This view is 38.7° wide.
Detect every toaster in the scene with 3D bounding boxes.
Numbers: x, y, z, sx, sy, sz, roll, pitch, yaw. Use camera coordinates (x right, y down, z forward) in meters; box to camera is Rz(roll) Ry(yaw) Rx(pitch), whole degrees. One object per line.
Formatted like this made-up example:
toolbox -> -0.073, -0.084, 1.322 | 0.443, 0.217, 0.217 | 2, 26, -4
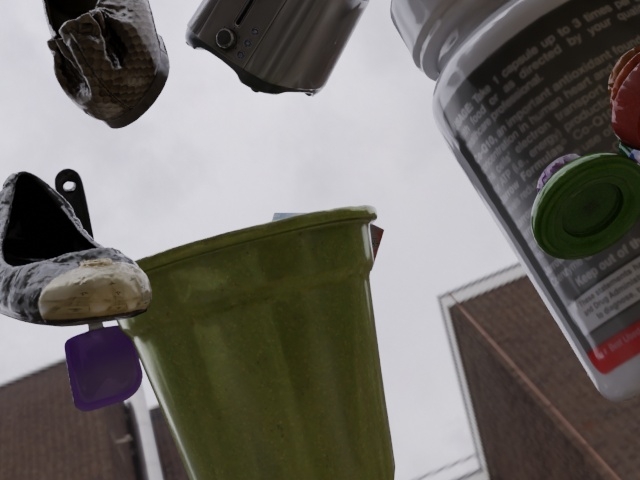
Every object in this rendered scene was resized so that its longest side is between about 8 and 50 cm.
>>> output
toaster -> -0.033, -0.244, 0.983 | 0.129, 0.227, 0.146 | 38, -71, 14

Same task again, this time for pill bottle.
pill bottle -> 0.169, -0.062, 0.548 | 0.161, 0.283, 0.161 | -26, -17, -9

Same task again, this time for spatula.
spatula -> -0.256, 0.058, 1.015 | 0.084, 0.030, 0.296 | -13, -60, -19

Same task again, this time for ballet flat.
ballet flat -> -0.149, -0.160, 0.575 | 0.084, 0.249, 0.058 | -38, -47, 16
ballet flat -> -0.120, 0.003, 0.399 | 0.058, 0.173, 0.049 | -1, -79, -32

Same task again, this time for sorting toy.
sorting toy -> 0.123, -0.040, 0.377 | 0.061, 0.042, 0.102 | 24, -65, -34

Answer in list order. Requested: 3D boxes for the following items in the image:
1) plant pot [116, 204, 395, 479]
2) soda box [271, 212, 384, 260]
plant pot -> -0.047, 0.126, 0.855 | 0.276, 0.276, 0.253 | -15, -94, -11
soda box -> 0.000, 0.000, 1.184 | 0.063, 0.183, 0.058 | 24, -102, -31
